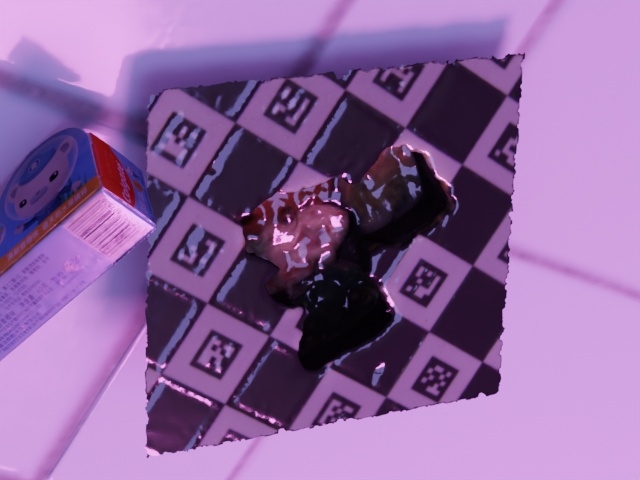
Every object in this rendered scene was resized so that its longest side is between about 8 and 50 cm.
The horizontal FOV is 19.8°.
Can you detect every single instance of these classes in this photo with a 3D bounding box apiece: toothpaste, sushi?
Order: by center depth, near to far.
[{"bbox_3d":[-0.175,0.020,0.978,0.193,0.070,0.044,-39,129,17],"label":"toothpaste"},{"bbox_3d":[0.000,0.000,1.062,0.231,0.047,0.220,-8,114,-23],"label":"sushi"}]
